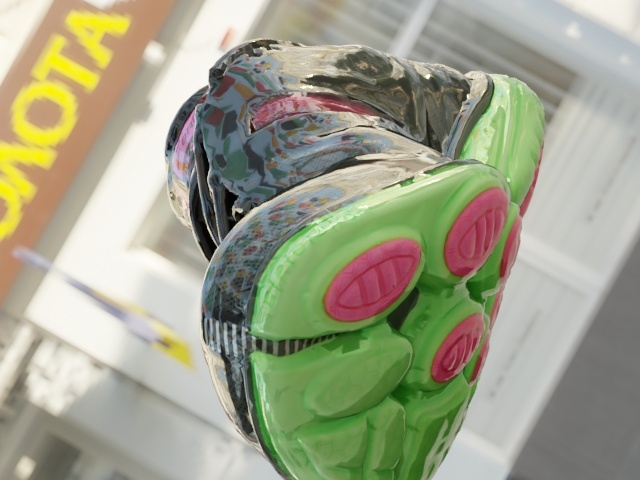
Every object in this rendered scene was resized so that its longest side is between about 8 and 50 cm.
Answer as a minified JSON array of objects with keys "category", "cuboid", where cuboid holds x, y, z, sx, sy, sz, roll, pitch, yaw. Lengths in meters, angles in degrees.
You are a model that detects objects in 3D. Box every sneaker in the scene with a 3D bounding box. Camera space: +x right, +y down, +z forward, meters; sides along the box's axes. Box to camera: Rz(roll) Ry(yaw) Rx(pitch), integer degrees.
[{"category":"sneaker","cuboid":[0.000,0.000,1.005,0.483,0.202,0.185,-51,-24,-76]}]
